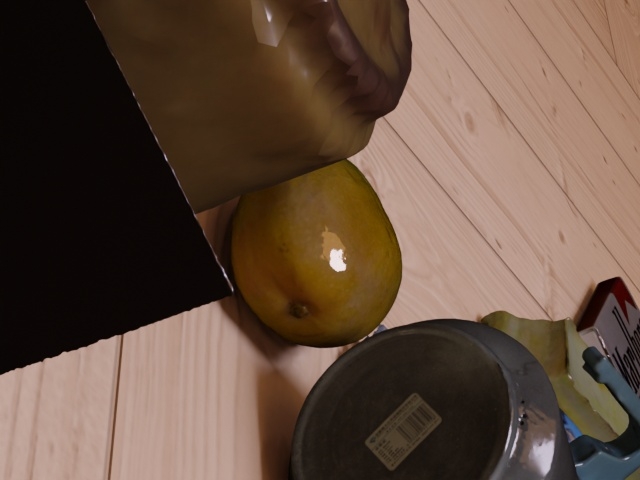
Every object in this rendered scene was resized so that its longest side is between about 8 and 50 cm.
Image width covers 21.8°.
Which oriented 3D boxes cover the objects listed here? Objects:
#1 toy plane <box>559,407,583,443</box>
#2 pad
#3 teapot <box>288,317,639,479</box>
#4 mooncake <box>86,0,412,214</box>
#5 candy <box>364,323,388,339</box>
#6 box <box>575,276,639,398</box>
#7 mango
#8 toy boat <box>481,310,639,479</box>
[{"bbox_3d":[0.180,0.242,1.200,0.271,0.105,0.254,66,22,4],"label":"toy plane"},{"bbox_3d":[-0.187,-0.117,0.588,0.007,0.247,0.368,-33,99,-44],"label":"pad"},{"bbox_3d":[0.107,0.150,1.020,0.225,0.203,0.171,46,4,-48],"label":"teapot"},{"bbox_3d":[-0.102,-0.206,0.863,0.393,0.246,0.394,17,56,-69],"label":"mooncake"},{"bbox_3d":[0.059,0.126,1.143,0.136,0.038,0.088,55,37,-18],"label":"candy"},{"bbox_3d":[0.300,0.114,1.678,0.115,0.036,0.177,63,23,-6],"label":"box"},{"bbox_3d":[0.000,0.000,1.076,0.130,0.092,0.195,56,16,-18],"label":"mango"},{"bbox_3d":[0.233,0.169,1.417,0.276,0.084,0.111,54,23,-22],"label":"toy boat"}]
